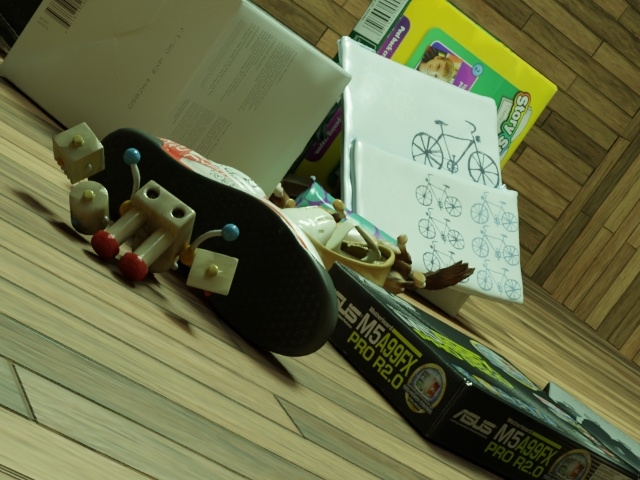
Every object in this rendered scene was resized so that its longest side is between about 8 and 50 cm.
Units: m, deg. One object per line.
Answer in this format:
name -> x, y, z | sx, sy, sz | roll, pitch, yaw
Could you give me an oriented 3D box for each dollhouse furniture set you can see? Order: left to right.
dollhouse furniture set -> -0.010, -0.035, 2.111 | 0.114, 0.091, 0.081 | 13, 52, -7

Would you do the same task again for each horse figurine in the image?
horse figurine -> 0.046, 0.005, 1.769 | 0.263, 0.066, 0.174 | 27, -11, 0

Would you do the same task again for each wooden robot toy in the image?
wooden robot toy -> -0.130, -0.001, 1.062 | 0.173, 0.076, 0.079 | 37, -29, 14

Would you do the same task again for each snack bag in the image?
snack bag -> 0.157, -0.096, 2.096 | 0.323, 0.037, 0.343 | 17, 60, -35

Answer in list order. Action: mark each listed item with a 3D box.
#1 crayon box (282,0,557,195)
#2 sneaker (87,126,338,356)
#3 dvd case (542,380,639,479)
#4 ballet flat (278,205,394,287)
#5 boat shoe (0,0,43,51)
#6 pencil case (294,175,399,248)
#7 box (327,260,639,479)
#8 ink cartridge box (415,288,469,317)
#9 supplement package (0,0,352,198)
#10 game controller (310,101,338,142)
crayon box -> 0.137, -0.171, 2.271 | 0.313, 0.363, 0.106 | 32, 6, -34
sneaker -> -0.055, 0.005, 1.187 | 0.270, 0.090, 0.145 | 36, 8, 32
dvd case -> 0.343, 0.244, 1.813 | 0.179, 0.029, 0.238 | 36, 6, 7
ballet flat -> 0.000, 0.000, 1.593 | 0.080, 0.073, 0.232 | 42, 9, 37
boat shoe -> -0.339, -0.307, 1.578 | 0.301, 0.108, 0.102 | 68, 14, -1
pencil case -> 0.030, -0.012, 1.893 | 0.151, 0.064, 0.070 | 36, 20, -4
box -> 0.136, 0.138, 1.351 | 0.270, 0.060, 0.216 | 31, 8, -40
ink cartridge box -> 0.128, 0.027, 2.141 | 0.180, 0.060, 0.104 | 35, 7, -12
supplement package -> -0.141, -0.170, 1.523 | 0.198, 0.199, 0.262 | 38, 6, 25
game controller -> -0.049, -0.149, 2.025 | 0.067, 0.166, 0.319 | 57, 4, -7
